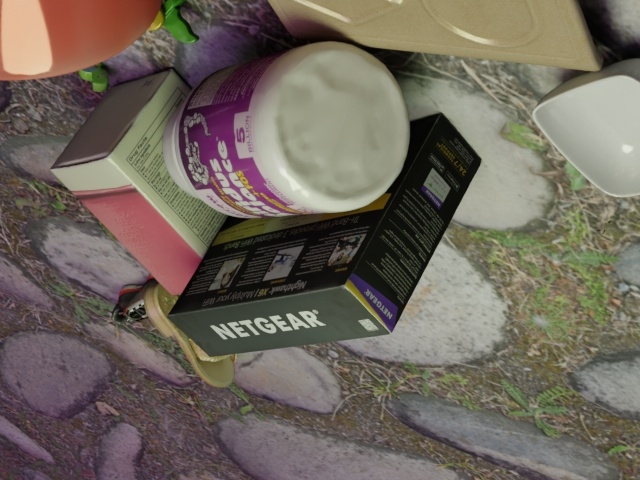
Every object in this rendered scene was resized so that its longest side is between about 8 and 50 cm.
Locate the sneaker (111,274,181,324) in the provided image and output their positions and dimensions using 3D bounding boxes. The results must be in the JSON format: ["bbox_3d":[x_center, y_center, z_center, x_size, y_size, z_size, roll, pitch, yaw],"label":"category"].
[{"bbox_3d":[-0.253,0.096,2.097,0.061,0.065,0.158,41,148,-18],"label":"sneaker"}]

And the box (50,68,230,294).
[{"bbox_3d":[-0.178,-0.065,1.719,0.127,0.149,0.232,-7,132,47],"label":"box"}]

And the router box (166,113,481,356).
[{"bbox_3d":[0.000,0.000,1.574,0.309,0.243,0.081,-11,130,49],"label":"router box"}]

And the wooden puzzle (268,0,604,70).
[{"bbox_3d":[0.065,-0.268,1.253,0.322,0.080,0.348,11,162,29],"label":"wooden puzzle"}]

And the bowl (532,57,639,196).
[{"bbox_3d":[0.288,-0.111,1.354,0.142,0.053,0.142,43,146,-20],"label":"bowl"}]

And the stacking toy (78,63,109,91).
[{"bbox_3d":[-0.337,-0.263,1.658,0.221,0.052,0.167,26,149,5],"label":"stacking toy"}]

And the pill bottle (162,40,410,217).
[{"bbox_3d":[-0.052,-0.107,1.510,0.169,0.169,0.301,43,160,-21],"label":"pill bottle"}]

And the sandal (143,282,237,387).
[{"bbox_3d":[-0.155,0.133,2.054,0.079,0.088,0.240,-18,139,21],"label":"sandal"}]

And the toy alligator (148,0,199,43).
[{"bbox_3d":[-0.209,-0.270,1.547,0.189,0.056,0.051,26,107,8],"label":"toy alligator"}]

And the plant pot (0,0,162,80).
[{"bbox_3d":[-0.284,-0.324,1.343,0.275,0.275,0.243,20,137,16],"label":"plant pot"}]
